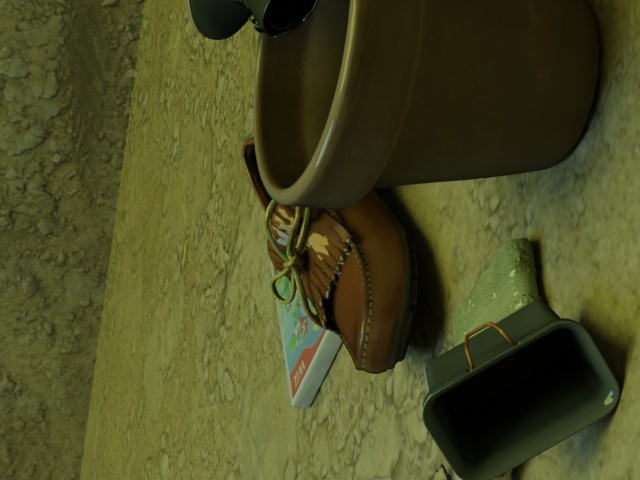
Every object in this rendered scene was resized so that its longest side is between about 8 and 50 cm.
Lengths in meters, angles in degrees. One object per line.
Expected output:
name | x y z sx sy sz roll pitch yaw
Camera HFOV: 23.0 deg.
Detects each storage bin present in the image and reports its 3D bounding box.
storage bin | 0.137 0.099 1.170 0.098 0.135 0.091 57 -175 -18

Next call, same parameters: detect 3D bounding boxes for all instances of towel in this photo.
towel | 0.146 0.076 1.321 0.148 0.027 0.110 121 150 -51

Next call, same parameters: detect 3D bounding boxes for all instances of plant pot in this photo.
plant pot | 0.088 -0.142 1.258 0.263 0.229 0.263 -173 90 -71

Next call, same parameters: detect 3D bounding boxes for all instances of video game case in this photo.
video game case | -0.011 0.022 1.827 0.285 0.025 0.204 -101 25 -43

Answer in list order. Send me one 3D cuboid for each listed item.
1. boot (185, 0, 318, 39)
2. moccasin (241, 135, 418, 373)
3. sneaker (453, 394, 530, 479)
boot | -0.057 -0.191 1.244 0.198 0.077 0.137 119 147 -52
moccasin | 0.001 -0.003 1.584 0.380 0.147 0.139 -110 27 -48
sneaker | 0.146 0.164 1.264 0.134 0.051 0.070 -32 70 54
